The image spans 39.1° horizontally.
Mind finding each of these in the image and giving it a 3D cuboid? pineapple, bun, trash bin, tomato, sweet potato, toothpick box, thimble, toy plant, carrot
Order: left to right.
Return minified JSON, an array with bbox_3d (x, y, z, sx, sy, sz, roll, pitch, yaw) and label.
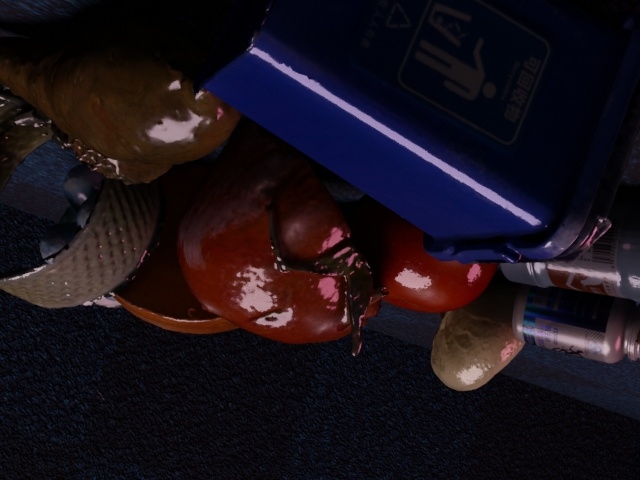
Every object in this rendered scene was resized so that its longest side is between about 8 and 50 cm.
[{"bbox_3d":[-0.352,-0.053,1.168,0.270,0.271,0.150,14,168,20],"label":"thimble"},{"bbox_3d":[-0.270,-0.146,1.012,0.251,0.125,0.125,23,175,32],"label":"pineapple"},{"bbox_3d":[-0.200,-0.144,0.820,0.130,0.131,0.422,26,176,-43],"label":"sweet potato"},{"bbox_3d":[-0.378,-0.009,1.616,0.247,0.247,0.332,18,168,-6],"label":"toy plant"},{"bbox_3d":[-0.179,0.005,1.260,0.307,0.259,0.100,14,152,2],"label":"carrot"},{"bbox_3d":[-0.077,0.016,1.039,0.309,0.170,0.309,47,160,23],"label":"tomato"},{"bbox_3d":[0.056,-0.094,0.543,0.234,0.163,0.184,26,168,-20],"label":"trash bin"},{"bbox_3d":[0.118,0.012,1.082,0.195,0.136,0.195,17,170,3],"label":"tomato"},{"bbox_3d":[0.247,0.139,1.468,0.127,0.222,0.222,45,166,-8],"label":"bun"},{"bbox_3d":[0.263,0.003,0.877,0.153,0.101,0.101,10,168,37],"label":"toothpick box"}]

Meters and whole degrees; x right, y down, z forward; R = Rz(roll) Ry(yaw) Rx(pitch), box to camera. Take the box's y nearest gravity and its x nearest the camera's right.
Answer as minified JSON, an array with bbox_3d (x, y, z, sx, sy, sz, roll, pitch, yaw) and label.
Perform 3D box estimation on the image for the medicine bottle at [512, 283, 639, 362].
[{"bbox_3d":[0.382,0.114,1.292,0.191,0.107,0.107,12,169,29],"label":"medicine bottle"}]

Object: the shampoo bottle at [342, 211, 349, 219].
[{"bbox_3d":[0.000,0.000,1.394,0.125,0.084,0.350,23,168,-21],"label":"shampoo bottle"}]

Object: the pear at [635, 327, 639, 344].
[{"bbox_3d":[0.431,0.089,0.872,0.219,0.188,0.187,-32,148,19],"label":"pear"}]
